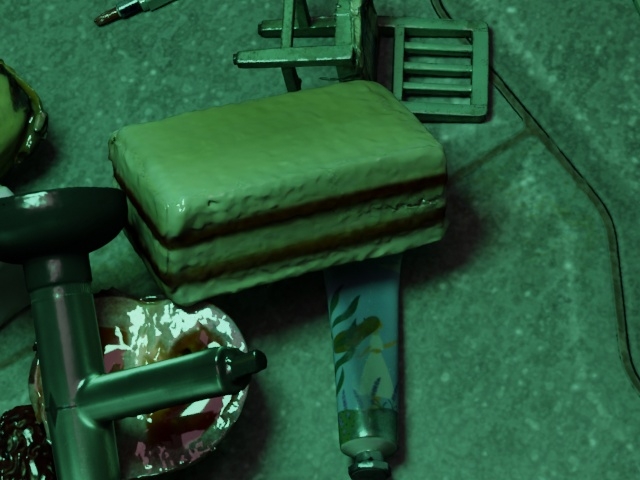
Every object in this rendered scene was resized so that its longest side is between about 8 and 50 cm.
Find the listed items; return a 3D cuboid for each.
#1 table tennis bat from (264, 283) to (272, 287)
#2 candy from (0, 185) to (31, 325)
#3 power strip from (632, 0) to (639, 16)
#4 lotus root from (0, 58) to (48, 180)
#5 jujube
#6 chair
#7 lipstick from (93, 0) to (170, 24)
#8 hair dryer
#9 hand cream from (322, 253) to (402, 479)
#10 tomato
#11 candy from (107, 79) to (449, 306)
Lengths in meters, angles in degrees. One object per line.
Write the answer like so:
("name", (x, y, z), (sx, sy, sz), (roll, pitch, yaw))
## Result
("table tennis bat", (0.000, 0.000, 1.917), (0.158, 0.014, 0.095), (-35, 68, -13))
("candy", (-0.414, 0.051, 1.856), (0.265, 0.155, 0.116), (-39, 70, -12))
("power strip", (0.368, -0.315, 2.028), (0.051, 0.019, 0.136), (-17, 64, 0))
("lotus root", (-0.448, -0.090, 1.915), (0.310, 0.183, 0.183), (-40, 67, -13))
("jujube", (-0.313, 0.243, 1.791), (0.104, 0.104, 0.166), (-5, 51, 4))
("chair", (0.049, -0.220, 1.946), (0.270, 0.147, 0.136), (1, 64, 8))
("lipstick", (-0.217, -0.279, 2.069), (0.107, 0.025, 0.025), (-26, 64, -1))
("hair dryer", (-0.170, 0.080, 1.680), (0.284, 0.155, 0.320), (-23, 78, 22))
("hand cream", (0.045, 0.119, 1.834), (0.091, 0.058, 0.271), (0, 60, -1))
("tomato", (-0.177, 0.157, 1.805), (0.228, 0.112, 0.199), (6, 72, 10))
("candy", (-0.043, -0.057, 1.821), (0.320, 0.135, 0.179), (-14, 37, -15))
